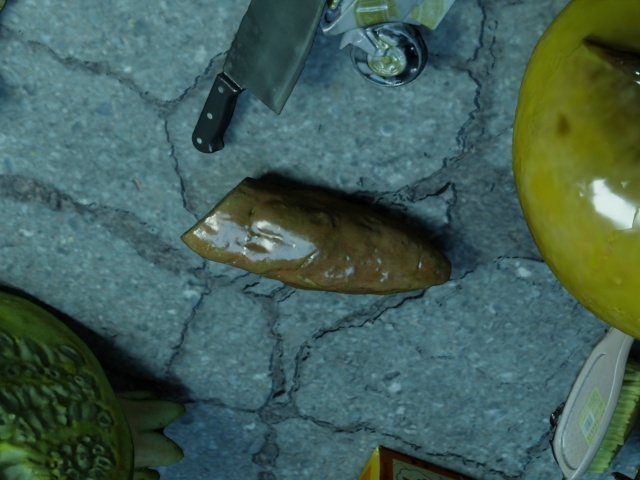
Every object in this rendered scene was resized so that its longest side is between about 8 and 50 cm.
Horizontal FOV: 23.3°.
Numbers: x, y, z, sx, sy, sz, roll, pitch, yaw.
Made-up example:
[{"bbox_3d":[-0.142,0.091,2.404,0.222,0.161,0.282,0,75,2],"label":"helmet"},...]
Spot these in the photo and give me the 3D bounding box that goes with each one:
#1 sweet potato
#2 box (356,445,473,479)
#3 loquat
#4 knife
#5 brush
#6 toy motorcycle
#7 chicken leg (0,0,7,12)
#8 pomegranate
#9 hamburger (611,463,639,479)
[{"bbox_3d":[0.000,0.000,1.412,0.251,0.097,0.097,11,129,-6],"label":"sweet potato"},{"bbox_3d":[0.143,0.400,1.595,0.283,0.260,0.214,19,125,-8],"label":"box"},{"bbox_3d":[0.320,-0.060,1.191,0.328,0.328,0.359,-15,155,18],"label":"loquat"},{"bbox_3d":[-0.052,-0.144,1.308,0.072,0.019,0.245,45,139,14],"label":"knife"},{"bbox_3d":[0.295,0.110,1.483,0.067,0.072,0.313,-1,128,-21],"label":"brush"},{"bbox_3d":[0.046,-0.230,1.236,0.152,0.073,0.225,23,128,-5],"label":"toy motorcycle"},{"bbox_3d":[-0.338,-0.149,1.350,0.196,0.080,0.125,-30,106,26],"label":"chicken leg"},{"bbox_3d":[-0.306,0.212,1.499,0.358,0.310,0.216,13,123,-47],"label":"pomegranate"},{"bbox_3d":[0.436,0.171,1.335,0.268,0.445,0.287,31,88,11],"label":"hamburger"}]
